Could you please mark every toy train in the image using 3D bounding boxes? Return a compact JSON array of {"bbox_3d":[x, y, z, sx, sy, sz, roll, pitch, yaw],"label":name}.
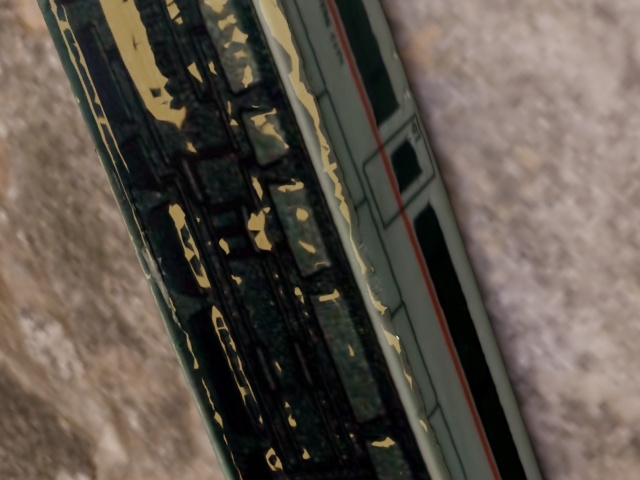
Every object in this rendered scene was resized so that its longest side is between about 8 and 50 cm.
[{"bbox_3d":[0.000,0.000,0.585,0.086,0.088,0.407,-9,109,33],"label":"toy train"}]
